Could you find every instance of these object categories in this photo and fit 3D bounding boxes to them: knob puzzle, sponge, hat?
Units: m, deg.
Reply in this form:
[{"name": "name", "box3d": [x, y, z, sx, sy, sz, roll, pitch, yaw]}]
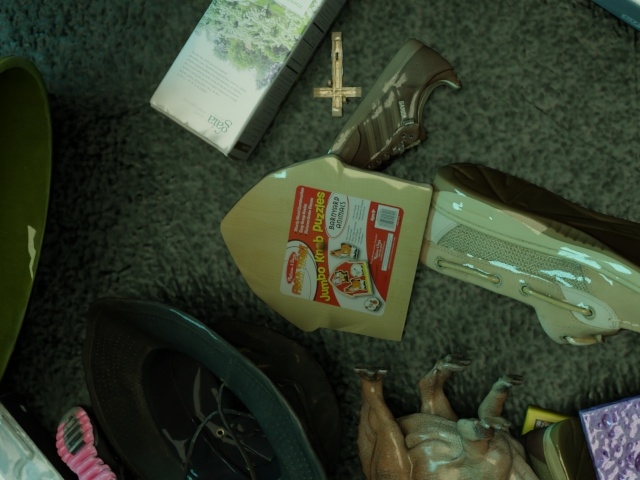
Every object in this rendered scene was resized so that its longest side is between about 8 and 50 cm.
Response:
[{"name": "knob puzzle", "box3d": [0.000, 0.000, 1.468, 0.213, 0.030, 0.213, 5, 118, 10]}, {"name": "sponge", "box3d": [0.352, 0.186, 1.385, 0.210, 0.031, 0.117, -15, 86, 0]}, {"name": "hat", "box3d": [-0.073, 0.155, 1.435, 0.331, 0.331, 0.134, 48, 57, 4]}]

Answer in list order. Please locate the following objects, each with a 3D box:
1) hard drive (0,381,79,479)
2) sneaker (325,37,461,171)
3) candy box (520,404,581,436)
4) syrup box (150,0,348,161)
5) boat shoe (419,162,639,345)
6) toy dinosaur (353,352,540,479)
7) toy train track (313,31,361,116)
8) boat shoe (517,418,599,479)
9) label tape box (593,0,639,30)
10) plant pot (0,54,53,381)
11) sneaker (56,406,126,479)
[{"name": "hard drive", "box3d": [-0.321, 0.322, 1.520, 0.237, 0.064, 0.339, -40, 85, 5]}, {"name": "sneaker", "box3d": [0.062, -0.102, 1.465, 0.071, 0.066, 0.188, 34, 95, 5]}, {"name": "candy box", "box3d": [0.287, 0.235, 1.459, 0.206, 0.027, 0.105, 14, 96, 7]}, {"name": "syrup box", "box3d": [-0.057, -0.200, 1.464, 0.093, 0.096, 0.237, 33, 95, 8]}, {"name": "boat shoe", "box3d": [0.249, 0.038, 1.408, 0.341, 0.122, 0.110, 27, 115, 24]}, {"name": "toy dinosaur", "box3d": [0.114, 0.220, 1.386, 0.296, 0.127, 0.200, 18, 110, 40]}, {"name": "toy train track", "box3d": [0.016, -0.164, 1.497, 0.048, 0.014, 0.083, 0, 90, 7]}, {"name": "boat shoe", "box3d": [0.240, 0.278, 1.419, 0.073, 0.080, 0.223, -18, 87, 47]}, {"name": "label tape box", "box3d": [0.244, -0.383, 1.420, 0.334, 0.106, 0.240, 34, 94, 6]}, {"name": "plant pot", "box3d": [-0.470, -0.022, 1.374, 0.353, 0.366, 0.366, 12, 92, 5]}, {"name": "sneaker", "box3d": [-0.222, 0.220, 1.515, 0.047, 0.057, 0.119, -37, 61, 16]}]
